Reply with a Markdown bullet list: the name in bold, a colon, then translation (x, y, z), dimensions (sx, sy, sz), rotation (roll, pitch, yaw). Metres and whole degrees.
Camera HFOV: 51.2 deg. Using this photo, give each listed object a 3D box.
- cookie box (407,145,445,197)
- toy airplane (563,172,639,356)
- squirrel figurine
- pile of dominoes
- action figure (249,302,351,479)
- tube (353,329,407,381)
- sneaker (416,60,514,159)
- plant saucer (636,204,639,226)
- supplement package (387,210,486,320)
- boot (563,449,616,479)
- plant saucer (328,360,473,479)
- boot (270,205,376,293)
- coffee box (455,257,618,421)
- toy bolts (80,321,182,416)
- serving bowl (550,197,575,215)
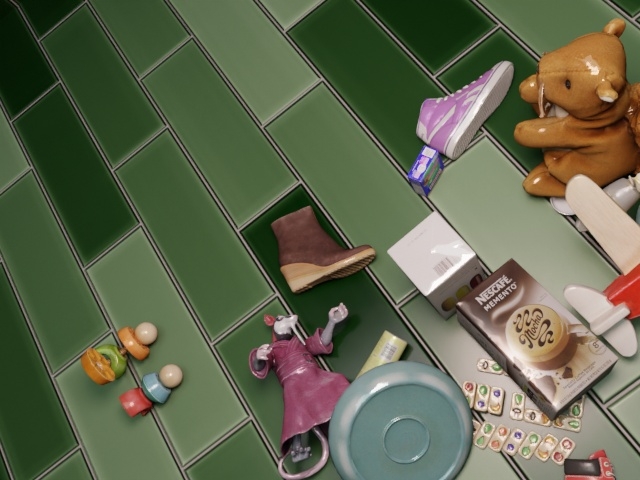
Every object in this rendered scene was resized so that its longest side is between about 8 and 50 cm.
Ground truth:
- **cookie box**: translation (0.260, -0.168, 1.638), dimensions (0.040, 0.107, 0.091), rotation (28, 84, 25)
- **toy airplane**: translation (0.686, 0.051, 1.331), dimensions (0.385, 0.385, 0.272), rotation (8, 36, 30)
- **squirrel figurine**: translation (0.610, -0.277, 1.389), dimensions (0.397, 0.370, 0.280), rotation (13, 67, 19)
- **pile of dominoes**: translation (0.428, 0.363, 1.430), dimensions (0.251, 0.040, 0.195), rotation (7, 74, 22)
- **action figure**: translation (-0.036, 0.318, 1.570), dimensions (0.248, 0.275, 0.370), rotation (-11, 44, -20)
- **tube**: translation (0.117, 0.325, 1.550), dimensions (0.062, 0.070, 0.240), rotation (30, 88, -12)
- **sneaker**: translation (0.350, -0.356, 1.677), dimensions (0.161, 0.102, 0.282), rotation (38, 87, 30)
- **plant saucer**: translation (0.790, -0.047, 1.443), dimensions (0.195, 0.037, 0.194), rotation (-7, 69, 18)
- **supplement package**: translation (0.266, 0.063, 1.478), dimensions (0.139, 0.244, 0.134), rotation (-41, 63, 4)
- **boot**: translation (0.594, 0.506, 1.296), dimensions (0.245, 0.088, 0.176), rotation (6, 73, 25)
- **plant saucer**: translation (0.175, 0.413, 1.404), dimensions (0.318, 0.044, 0.317), rotation (-1, 96, -7)
- **boot**: translation (0.000, 0.000, 1.682), dimensions (0.249, 0.090, 0.206), rotation (-23, 68, 15)
- **coffee box**: translation (0.447, 0.206, 1.417), dimensions (0.168, 0.119, 0.297), rotation (-38, 62, -6)
- **toy bolts**: translation (-0.464, 0.317, 1.694), dimensions (0.158, 0.218, 0.228), rotation (-38, 82, -2)
- **serving bowl**: translation (0.574, -0.094, 1.542), dimensions (0.083, 0.027, 0.083), rotation (-7, 69, 18)
